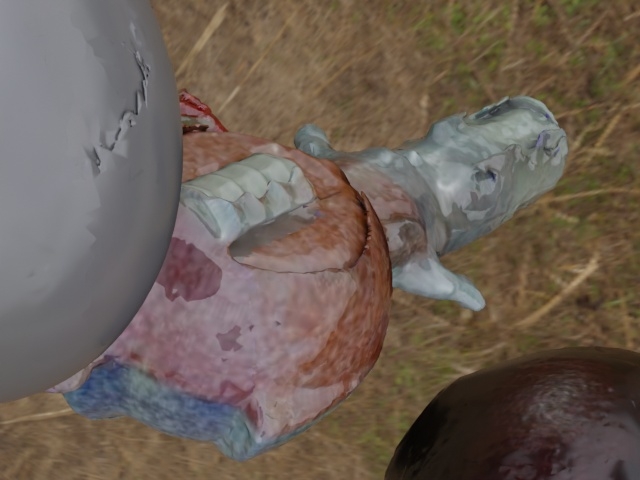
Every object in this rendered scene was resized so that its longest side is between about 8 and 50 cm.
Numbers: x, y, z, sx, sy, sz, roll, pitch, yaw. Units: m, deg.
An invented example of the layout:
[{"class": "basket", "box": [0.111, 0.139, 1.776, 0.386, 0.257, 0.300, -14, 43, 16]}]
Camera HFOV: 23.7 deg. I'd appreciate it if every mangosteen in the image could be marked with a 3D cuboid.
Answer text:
[{"class": "mangosteen", "box": [0.174, 0.198, 0.927, 0.297, 0.293, 0.297, 29, 40, -28]}]

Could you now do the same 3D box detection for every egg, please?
[{"class": "egg", "box": [-0.119, -0.047, 0.424, 0.146, 0.146, 0.199, -28, 107, -16]}]

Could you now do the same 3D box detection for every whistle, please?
[{"class": "whistle", "box": [0.001, 0.000, 0.697, 0.346, 0.142, 0.134, -25, 127, -44]}]

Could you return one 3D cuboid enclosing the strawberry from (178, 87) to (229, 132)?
[{"class": "strawberry", "box": [-0.158, -0.019, 1.314, 0.205, 0.244, 0.205, 0, 60, 1]}]
